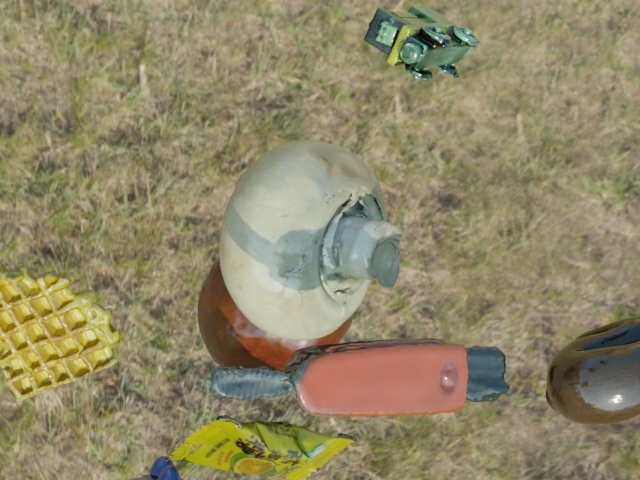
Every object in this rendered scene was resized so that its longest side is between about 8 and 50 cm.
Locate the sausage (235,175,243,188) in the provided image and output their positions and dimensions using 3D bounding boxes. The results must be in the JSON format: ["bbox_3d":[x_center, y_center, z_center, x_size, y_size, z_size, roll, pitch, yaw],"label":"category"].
[{"bbox_3d":[-0.129,-0.095,1.733,0.062,0.154,0.062,-6,73,18],"label":"sausage"}]

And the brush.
[{"bbox_3d":[0.044,0.128,0.770,0.323,0.051,0.070,5,89,-28],"label":"brush"}]

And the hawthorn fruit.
[{"bbox_3d":[-0.101,0.138,1.643,0.308,0.324,0.308,14,66,-33],"label":"hawthorn fruit"}]

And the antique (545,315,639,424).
[{"bbox_3d":[0.397,0.160,0.979,0.143,0.256,0.121,-16,94,-53],"label":"antique"}]

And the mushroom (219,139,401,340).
[{"bbox_3d":[0.000,0.000,0.980,0.202,0.246,0.246,8,56,31],"label":"mushroom"}]

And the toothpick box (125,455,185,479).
[{"bbox_3d":[-0.295,0.568,1.423,0.262,0.263,0.355,10,89,-12],"label":"toothpick box"}]

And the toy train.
[{"bbox_3d":[0.097,-0.188,0.756,0.081,0.050,0.122,40,32,20],"label":"toy train"}]

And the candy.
[{"bbox_3d":[-0.103,0.369,1.440,0.297,0.187,0.081,23,42,-33],"label":"candy"}]

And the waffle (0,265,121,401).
[{"bbox_3d":[-0.446,0.127,1.299,0.219,0.229,0.057,62,17,-16],"label":"waffle"}]
